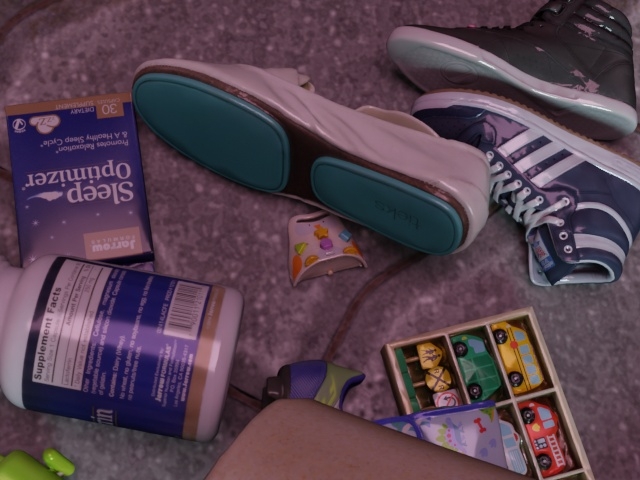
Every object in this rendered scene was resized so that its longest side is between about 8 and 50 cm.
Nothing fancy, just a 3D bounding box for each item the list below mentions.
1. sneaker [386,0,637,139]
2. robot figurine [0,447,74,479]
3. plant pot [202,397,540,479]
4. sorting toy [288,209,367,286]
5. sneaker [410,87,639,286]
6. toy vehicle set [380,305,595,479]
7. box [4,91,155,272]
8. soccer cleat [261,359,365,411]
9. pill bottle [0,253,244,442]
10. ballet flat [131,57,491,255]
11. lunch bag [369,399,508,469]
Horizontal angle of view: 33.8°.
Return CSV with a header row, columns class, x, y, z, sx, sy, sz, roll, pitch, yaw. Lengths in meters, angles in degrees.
class,x,y,z,sx,sy,sz,roll,pitch,yaw
sneaker,0.222,-0.221,1.191,0.296,0.104,0.147,15,69,-7
robot figurine,-0.276,0.244,0.995,0.115,0.067,0.101,34,69,5
plant pot,0.057,0.281,0.800,0.305,0.334,0.334,24,70,20
sorting toy,0.000,0.000,1.127,0.083,0.045,0.075,-14,55,-11
sneaker,0.213,-0.050,1.131,0.282,0.099,0.153,22,69,-2
toy vehicle set,0.179,0.213,1.071,0.166,0.035,0.267,-14,74,-10
box,-0.252,-0.044,1.111,0.136,0.036,0.225,-8,74,-9
soccer cleat,0.008,0.256,1.010,0.121,0.093,0.289,-1,71,-9
pill bottle,-0.214,0.096,1.006,0.264,0.153,0.153,11,71,-2
ballet flat,-0.004,-0.107,1.110,0.400,0.139,0.139,24,70,14
lunch bag,0.098,0.224,0.988,0.151,0.096,0.129,-8,78,-6
